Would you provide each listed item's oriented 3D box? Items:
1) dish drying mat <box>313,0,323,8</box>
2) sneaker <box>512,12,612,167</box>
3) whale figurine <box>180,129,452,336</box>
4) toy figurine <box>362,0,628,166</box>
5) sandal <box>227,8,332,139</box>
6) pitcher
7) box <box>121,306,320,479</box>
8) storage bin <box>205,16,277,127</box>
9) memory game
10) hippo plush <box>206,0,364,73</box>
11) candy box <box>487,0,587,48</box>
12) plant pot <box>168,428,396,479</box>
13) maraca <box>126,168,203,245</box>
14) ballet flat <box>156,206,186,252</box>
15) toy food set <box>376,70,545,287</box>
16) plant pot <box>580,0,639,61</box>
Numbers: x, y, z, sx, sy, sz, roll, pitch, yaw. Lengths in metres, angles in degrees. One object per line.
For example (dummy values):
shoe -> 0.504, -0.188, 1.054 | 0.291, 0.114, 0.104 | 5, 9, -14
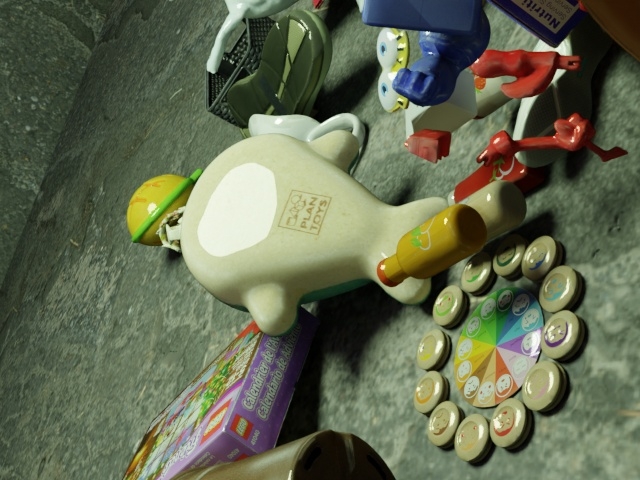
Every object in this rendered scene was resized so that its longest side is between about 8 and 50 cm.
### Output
dish drying mat -> -0.003, -0.376, 1.388 | 0.032, 0.008, 0.083 | -51, 30, 28
sneaker -> 0.188, -0.122, 0.754 | 0.061, 0.053, 0.152 | -15, 47, 65
whale figurine -> 0.000, 0.000, 0.901 | 0.272, 0.141, 0.216 | 9, 69, 28
toy figurine -> 0.106, -0.201, 0.533 | 0.217, 0.191, 0.363 | -34, -45, -64
sandal -> -0.038, -0.186, 1.193 | 0.120, 0.086, 0.303 | 62, 151, 7
pitcher -> -0.043, -0.057, 1.071 | 0.177, 0.125, 0.207 | -11, 47, 40
box -> -0.125, 0.207, 0.981 | 0.293, 0.057, 0.201 | -45, 14, 35
storage bin -> -0.104, -0.254, 1.377 | 0.122, 0.084, 0.180 | -52, 27, 26
memory game -> 0.131, 0.080, 0.720 | 0.186, 0.012, 0.186 | -43, 33, 38
hippo plush -> -0.028, -0.393, 1.170 | 0.294, 0.234, 0.236 | -41, 26, -31
candy box -> 0.228, -0.339, 0.729 | 0.317, 0.122, 0.268 | -49, 17, 26
plant pot -> -0.029, 0.235, 0.736 | 0.165, 0.167, 0.167 | -34, 39, 35
maraca -> -0.239, -0.055, 1.460 | 0.127, 0.099, 0.186 | -42, 8, 26
ballet flat -> -0.166, -0.013, 1.277 | 0.241, 0.077, 0.091 | -15, 88, 66
toy food set -> 0.109, -0.072, 0.776 | 0.104, 0.111, 0.232 | -34, 48, 49
plant pot -> 0.275, -0.226, 0.447 | 0.291, 0.291, 0.203 | -26, 28, 53
